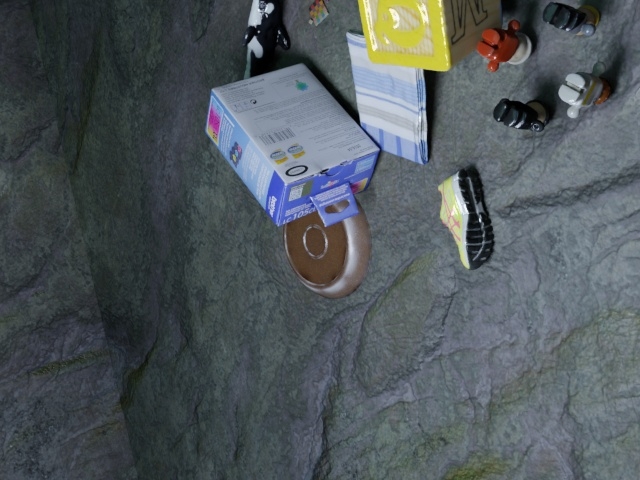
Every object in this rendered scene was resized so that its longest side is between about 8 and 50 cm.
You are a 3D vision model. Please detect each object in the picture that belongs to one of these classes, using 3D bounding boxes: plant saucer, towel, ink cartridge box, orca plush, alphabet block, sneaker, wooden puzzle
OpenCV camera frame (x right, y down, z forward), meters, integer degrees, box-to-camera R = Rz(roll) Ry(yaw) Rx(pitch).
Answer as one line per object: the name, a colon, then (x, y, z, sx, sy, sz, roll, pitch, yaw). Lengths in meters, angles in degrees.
plant saucer: (0.000, 0.000, 1.957, 0.310, 0.050, 0.311, 11, 105, 44)
towel: (0.146, -0.310, 1.673, 0.209, 0.034, 0.285, 28, 141, 40)
ink cartridge box: (-0.054, -0.210, 1.791, 0.395, 0.269, 0.151, 51, 148, 27)
orca plush: (-0.132, -0.490, 1.953, 0.102, 0.151, 0.287, 20, 114, 8)
alphabet block: (0.203, -0.446, 1.430, 0.192, 0.197, 0.194, 15, 134, 39)
sneaker: (0.298, -0.040, 1.624, 0.094, 0.081, 0.209, -14, 82, 54)
wooden puzzle: (-0.004, -0.555, 1.869, 0.083, 0.006, 0.049, -34, 74, 44)

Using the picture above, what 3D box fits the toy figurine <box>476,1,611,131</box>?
toy figurine: (0.410, -0.312, 1.399, 0.209, 0.148, 0.213, -18, 83, 41)
